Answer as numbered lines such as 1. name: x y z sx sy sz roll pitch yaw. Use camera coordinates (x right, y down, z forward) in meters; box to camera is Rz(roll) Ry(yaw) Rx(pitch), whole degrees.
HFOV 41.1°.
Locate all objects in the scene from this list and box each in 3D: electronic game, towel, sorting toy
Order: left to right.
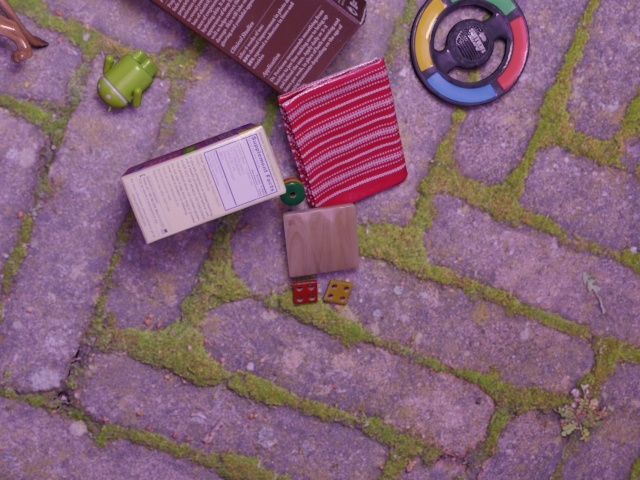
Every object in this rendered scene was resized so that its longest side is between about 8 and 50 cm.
1. sorting toy: 0.000 0.000 1.575 0.132 0.046 0.275 -8 121 -5
2. towel: 0.048 -0.175 1.510 0.198 0.031 0.275 -23 134 -5
3. electronic game: 0.277 -0.363 1.577 0.229 0.048 0.229 -1 98 -9

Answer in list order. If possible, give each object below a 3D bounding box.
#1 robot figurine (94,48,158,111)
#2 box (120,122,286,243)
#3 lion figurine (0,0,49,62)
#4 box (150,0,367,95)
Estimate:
1. robot figurine: -0.338 -0.277 1.482 0.115 0.067 0.101 -42 75 -1
2. box: -0.201 -0.104 1.455 0.243 0.213 0.117 -20 102 -5
3. lion figurine: -0.656 -0.354 1.359 0.392 0.142 0.240 -29 109 -30
4. box: -0.130 -0.422 1.429 0.381 0.143 0.191 34 119 -14
